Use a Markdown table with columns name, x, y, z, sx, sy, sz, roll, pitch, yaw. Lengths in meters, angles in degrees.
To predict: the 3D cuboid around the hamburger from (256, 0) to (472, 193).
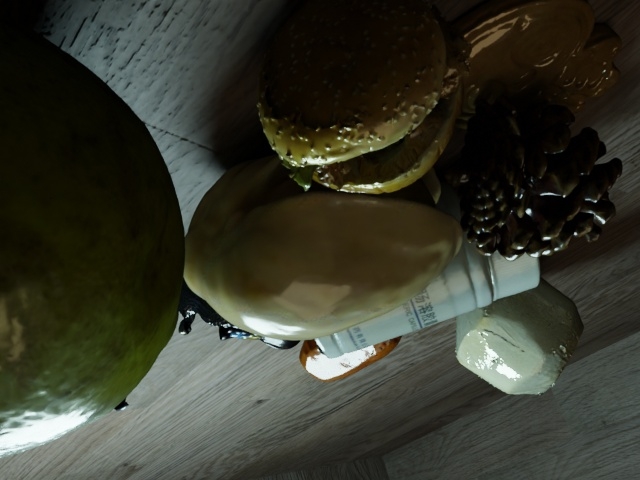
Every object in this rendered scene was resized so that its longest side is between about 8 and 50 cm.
| name | x | y | z | sx | sy | sz | roll | pitch | yaw |
| --- | --- | --- | --- | --- | --- | --- | --- | --- | --- |
| hamburger | 0.039 | -0.138 | 0.583 | 0.191 | 0.182 | 0.118 | -9 | 162 | 19 |

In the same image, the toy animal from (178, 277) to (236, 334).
| name | x | y | z | sx | sy | sz | roll | pitch | yaw |
| --- | --- | --- | --- | --- | --- | --- | --- | --- | --- |
| toy animal | -0.190 | 0.081 | 0.948 | 0.220 | 0.108 | 0.062 | 10 | 167 | 22 |

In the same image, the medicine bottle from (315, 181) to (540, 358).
| name | x | y | z | sx | sy | sz | roll | pitch | yaw |
| --- | --- | --- | --- | --- | --- | --- | --- | --- | --- |
| medicine bottle | 0.135 | 0.030 | 0.957 | 0.332 | 0.190 | 0.190 | -21 | 154 | 5 |

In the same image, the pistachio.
| name | x | y | z | sx | sy | sz | roll | pitch | yaw |
| --- | --- | --- | --- | --- | --- | --- | --- | --- | --- |
| pistachio | 0.000 | 0.000 | 0.761 | 0.321 | 0.229 | 0.238 | -12 | 147 | -6 |

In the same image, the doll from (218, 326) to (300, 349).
| name | x | y | z | sx | sy | sz | roll | pitch | yaw |
| --- | --- | --- | --- | --- | --- | --- | --- | --- | --- |
| doll | -0.086 | 0.166 | 1.214 | 0.195 | 0.070 | 0.096 | 5 | 158 | -25 |

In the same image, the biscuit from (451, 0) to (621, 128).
| name | x | y | z | sx | sy | sz | roll | pitch | yaw |
| --- | --- | --- | --- | --- | --- | --- | --- | --- | --- |
| biscuit | 0.242 | -0.193 | 0.770 | 0.288 | 0.044 | 0.202 | 10 | 142 | -41 |

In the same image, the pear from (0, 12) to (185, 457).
| name | x | y | z | sx | sy | sz | roll | pitch | yaw |
| --- | --- | --- | --- | --- | --- | --- | --- | --- | --- |
| pear | -0.279 | -0.005 | 0.472 | 0.352 | 0.352 | 0.413 | -25 | 146 | 12 |

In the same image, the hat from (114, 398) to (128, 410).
| name | x | y | z | sx | sy | sz | roll | pitch | yaw |
| --- | --- | --- | --- | --- | --- | --- | --- | --- | --- |
| hat | -0.348 | 0.197 | 1.091 | 0.227 | 0.129 | 0.140 | -33 | -164 | -7 |

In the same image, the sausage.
| name | x | y | z | sx | sy | sz | roll | pitch | yaw |
| --- | --- | --- | --- | --- | --- | --- | --- | --- | --- |
| sausage | 0.060 | 0.190 | 1.288 | 0.133 | 0.133 | 0.258 | 8 | 145 | -42 |

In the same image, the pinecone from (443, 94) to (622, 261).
| name | x | y | z | sx | sy | sz | roll | pitch | yaw |
| --- | --- | --- | --- | --- | --- | --- | --- | --- | --- |
| pinecone | 0.253 | -0.069 | 0.772 | 0.212 | 0.168 | 0.186 | -5 | 123 | -38 |

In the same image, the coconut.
| name | x | y | z | sx | sy | sz | roll | pitch | yaw |
| --- | --- | --- | --- | --- | --- | --- | --- | --- | --- |
| coconut | 0.390 | 0.179 | 1.359 | 0.245 | 0.247 | 0.245 | -54 | 166 | -20 |
